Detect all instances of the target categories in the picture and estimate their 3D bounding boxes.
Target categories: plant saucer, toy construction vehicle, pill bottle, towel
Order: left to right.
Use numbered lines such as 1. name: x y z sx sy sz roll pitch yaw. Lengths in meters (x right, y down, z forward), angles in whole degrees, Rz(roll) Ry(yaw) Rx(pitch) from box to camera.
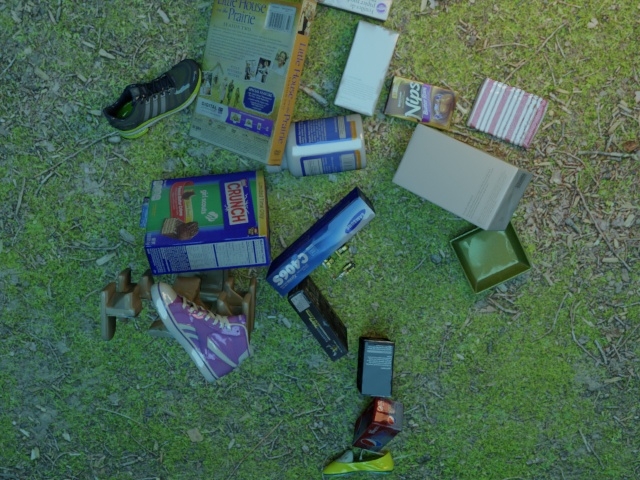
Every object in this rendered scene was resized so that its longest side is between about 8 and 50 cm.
1. pill bottle: -0.016 -0.255 1.772 0.272 0.152 0.152 -6 104 3
2. toy construction vehicle: 0.057 0.066 1.914 0.098 0.035 0.086 -36 101 9
3. plant saucer: 0.494 0.037 1.894 0.188 0.045 0.188 -26 103 8
4. towel: 0.518 -0.354 1.804 0.197 0.029 0.144 21 104 -2

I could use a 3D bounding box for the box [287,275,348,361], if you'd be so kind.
1. box: -0.006 0.215 1.878 0.059 0.183 0.232 -33 103 9

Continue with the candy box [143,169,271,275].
1. candy box: -0.298 -0.052 1.756 0.317 0.268 0.122 -5 136 -4

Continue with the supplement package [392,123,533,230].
1. supplement package: 0.373 -0.166 1.713 0.293 0.177 0.175 30 105 26

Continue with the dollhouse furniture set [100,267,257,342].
1. dollhouse furniture set: -0.357 0.211 1.774 0.362 0.394 0.256 4 105 0

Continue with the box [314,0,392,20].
1. box: 0.027 -0.650 1.714 0.324 0.067 0.063 14 104 -2

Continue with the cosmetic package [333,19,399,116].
1. cosmetic package: 0.121 -0.461 1.753 0.117 0.085 0.231 18 102 -4

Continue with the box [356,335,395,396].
1. box: 0.160 0.368 1.909 0.093 0.156 0.158 4 86 -1

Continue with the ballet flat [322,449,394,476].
1. ballet flat: 0.118 0.705 2.068 0.231 0.077 0.077 -2 83 -1

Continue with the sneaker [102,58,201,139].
1. sneaker: -0.450 -0.386 1.745 0.300 0.121 0.111 -37 74 9

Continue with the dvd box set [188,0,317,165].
1. dvd box set: -0.188 -0.437 1.695 0.308 0.062 0.420 22 106 32

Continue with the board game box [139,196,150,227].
1. board game box: -0.477 -0.074 1.895 0.090 0.020 0.090 12 104 -3

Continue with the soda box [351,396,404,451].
1. soda box: 0.168 0.552 1.936 0.092 0.083 0.263 15 147 -3

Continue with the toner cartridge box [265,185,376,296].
1. toner cartridge box: 0.000 0.000 1.832 0.348 0.165 0.075 -41 101 11

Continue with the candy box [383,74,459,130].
1. candy box: 0.276 -0.379 1.787 0.187 0.053 0.109 14 105 -1

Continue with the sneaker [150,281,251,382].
1. sneaker: -0.266 0.183 1.521 0.161 0.102 0.282 -32 113 1
